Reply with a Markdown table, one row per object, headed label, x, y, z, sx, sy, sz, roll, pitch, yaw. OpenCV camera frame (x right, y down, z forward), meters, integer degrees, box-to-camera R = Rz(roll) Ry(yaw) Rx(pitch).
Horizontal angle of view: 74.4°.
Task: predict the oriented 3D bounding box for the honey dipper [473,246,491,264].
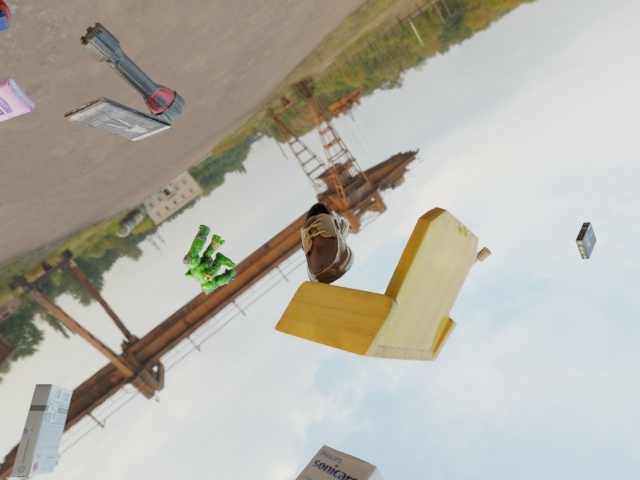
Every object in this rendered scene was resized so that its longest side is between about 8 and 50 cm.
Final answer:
| label | x | y | z | sx | sy | sz | roll | pitch | yaw |
| --- | --- | --- | --- | --- | --- | --- | --- | --- | --- |
| honey dipper | 0.449 | 0.080 | 1.277 | 0.160 | 0.030 | 0.030 | -52 | -176 | 36 |

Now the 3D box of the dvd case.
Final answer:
| label | x | y | z | sx | sy | sz | roll | pitch | yaw |
| --- | --- | --- | --- | --- | --- | --- | --- | --- | --- |
| dvd case | -0.550 | -0.330 | 1.165 | 0.165 | 0.018 | 0.221 | -9 | 171 | 29 |

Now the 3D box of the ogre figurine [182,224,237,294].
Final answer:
| label | x | y | z | sx | sy | sz | roll | pitch | yaw |
| --- | --- | --- | --- | --- | --- | --- | --- | --- | --- |
| ogre figurine | -0.309 | 0.066 | 1.168 | 0.097 | 0.197 | 0.118 | 22 | -127 | 18 |

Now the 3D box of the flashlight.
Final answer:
| label | x | y | z | sx | sy | sz | roll | pitch | yaw |
| --- | --- | --- | --- | --- | --- | --- | --- | --- | --- |
| flashlight | -0.523 | -0.466 | 1.195 | 0.103 | 0.304 | 0.103 | -6 | -121 | 29 |

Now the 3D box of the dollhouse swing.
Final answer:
| label | x | y | z | sx | sy | sz | roll | pitch | yaw |
| --- | --- | --- | --- | --- | --- | --- | --- | --- | --- |
| dollhouse swing | 0.140 | 0.095 | 0.938 | 0.315 | 0.347 | 0.305 | 6 | -100 | 38 |

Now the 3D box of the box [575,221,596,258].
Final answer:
| label | x | y | z | sx | sy | sz | roll | pitch | yaw |
| --- | --- | --- | --- | --- | --- | --- | --- | --- | --- |
| box | 0.725 | 0.000 | 1.150 | 0.018 | 0.067 | 0.083 | -4 | -146 | 51 |

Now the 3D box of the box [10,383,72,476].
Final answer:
| label | x | y | z | sx | sy | sz | roll | pitch | yaw |
| --- | --- | --- | --- | --- | --- | --- | --- | --- | --- |
| box | -0.640 | 0.439 | 0.980 | 0.145 | 0.038 | 0.186 | 114 | -23 | -63 |

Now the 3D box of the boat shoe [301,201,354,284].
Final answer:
| label | x | y | z | sx | sy | sz | roll | pitch | yaw |
| --- | --- | --- | --- | --- | --- | --- | --- | --- | --- |
| boat shoe | 0.000 | 0.000 | 1.004 | 0.123 | 0.116 | 0.324 | -32 | -160 | 11 |

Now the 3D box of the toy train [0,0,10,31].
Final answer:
| label | x | y | z | sx | sy | sz | roll | pitch | yaw |
| --- | --- | --- | --- | --- | --- | --- | --- | --- | --- |
| toy train | -0.528 | -0.364 | 0.516 | 0.105 | 0.248 | 0.143 | -68 | -178 | -49 |

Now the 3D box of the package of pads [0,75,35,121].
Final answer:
| label | x | y | z | sx | sy | sz | roll | pitch | yaw |
| --- | --- | --- | --- | --- | --- | --- | --- | --- | --- |
| package of pads | -0.478 | -0.206 | 0.625 | 0.083 | 0.050 | 0.032 | -18 | -132 | 2 |

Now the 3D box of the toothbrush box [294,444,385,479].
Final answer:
| label | x | y | z | sx | sy | sz | roll | pitch | yaw |
| --- | --- | --- | --- | --- | --- | --- | --- | --- | --- |
| toothbrush box | -0.004 | 0.470 | 0.552 | 0.295 | 0.216 | 0.126 | -37 | -165 | -36 |
